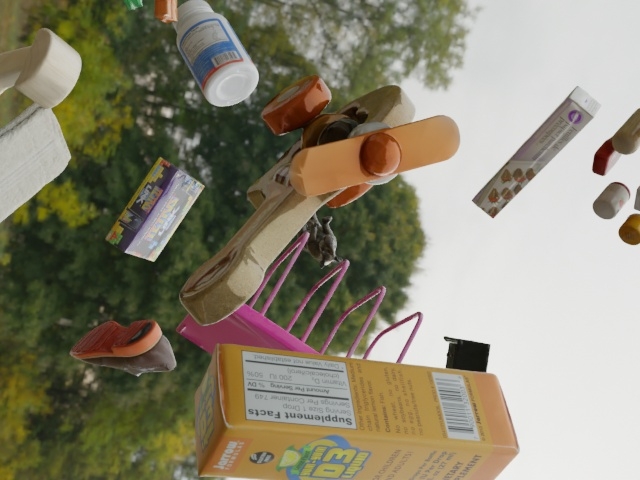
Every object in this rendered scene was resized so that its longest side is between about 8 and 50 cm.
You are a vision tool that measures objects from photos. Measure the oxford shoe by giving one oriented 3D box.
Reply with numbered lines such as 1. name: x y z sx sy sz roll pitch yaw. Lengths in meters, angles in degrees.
1. oxford shoe: -0.373 0.213 1.577 0.271 0.098 0.097 -7 -145 46

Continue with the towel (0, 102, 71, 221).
1. towel: -0.687 -0.169 1.891 0.282 0.049 0.187 -48 150 -32

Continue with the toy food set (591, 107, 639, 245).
1. toy food set: 0.478 -0.114 1.261 0.104 0.111 0.232 -42 141 -32

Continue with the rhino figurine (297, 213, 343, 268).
1. rhino figurine: 0.000 0.000 1.943 0.243 0.073 0.106 -135 -141 -67

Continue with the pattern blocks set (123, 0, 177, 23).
1. pattern blocks set: -0.208 -0.394 0.981 0.325 0.026 0.285 -92 171 -47

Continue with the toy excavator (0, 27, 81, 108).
1. toy excavator: -0.704 -0.242 1.635 0.433 0.222 0.445 28 -97 41

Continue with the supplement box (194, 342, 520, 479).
1. supplement box: 0.026 0.138 0.639 0.080 0.233 0.078 -97 -156 -44

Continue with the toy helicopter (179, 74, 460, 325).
1. toy helicopter: -0.010 -0.046 0.869 0.235 0.140 0.355 -9 -146 48

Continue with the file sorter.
1. file sorter: -0.027 0.118 1.257 0.182 0.290 0.202 -59 -173 -28

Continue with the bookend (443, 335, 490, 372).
1. bookend: 0.307 0.293 1.849 0.157 0.072 0.156 130 -31 -86

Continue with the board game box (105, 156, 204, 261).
1. board game box: -0.287 -0.051 1.489 0.170 0.048 0.141 -57 169 0

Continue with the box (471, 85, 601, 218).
1. box: 0.424 -0.169 1.689 0.067 0.063 0.324 -48 177 -45

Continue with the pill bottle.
1. pill bottle: -0.230 -0.402 1.793 0.221 0.124 0.124 60 -37 26
